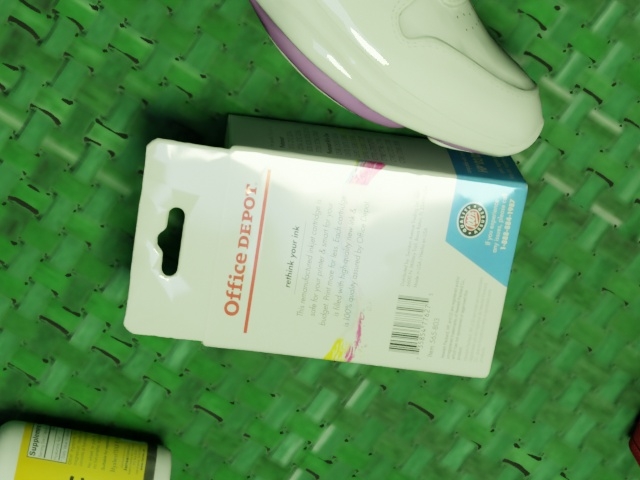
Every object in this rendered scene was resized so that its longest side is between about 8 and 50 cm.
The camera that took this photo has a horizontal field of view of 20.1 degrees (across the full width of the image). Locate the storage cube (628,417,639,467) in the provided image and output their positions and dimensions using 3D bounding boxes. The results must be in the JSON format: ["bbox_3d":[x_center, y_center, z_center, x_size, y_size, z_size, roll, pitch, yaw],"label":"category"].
[{"bbox_3d":[0.290,0.084,0.870,0.215,0.183,0.193,19,107,-9],"label":"storage cube"}]

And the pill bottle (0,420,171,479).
[{"bbox_3d":[-0.138,0.127,0.924,0.116,0.065,0.065,11,110,-6],"label":"pill bottle"}]

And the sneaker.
[{"bbox_3d":[0.013,-0.163,0.796,0.152,0.114,0.305,-41,108,13],"label":"sneaker"}]

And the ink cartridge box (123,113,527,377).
[{"bbox_3d":[0.000,0.000,0.885,0.181,0.061,0.104,7,110,-7],"label":"ink cartridge box"}]
